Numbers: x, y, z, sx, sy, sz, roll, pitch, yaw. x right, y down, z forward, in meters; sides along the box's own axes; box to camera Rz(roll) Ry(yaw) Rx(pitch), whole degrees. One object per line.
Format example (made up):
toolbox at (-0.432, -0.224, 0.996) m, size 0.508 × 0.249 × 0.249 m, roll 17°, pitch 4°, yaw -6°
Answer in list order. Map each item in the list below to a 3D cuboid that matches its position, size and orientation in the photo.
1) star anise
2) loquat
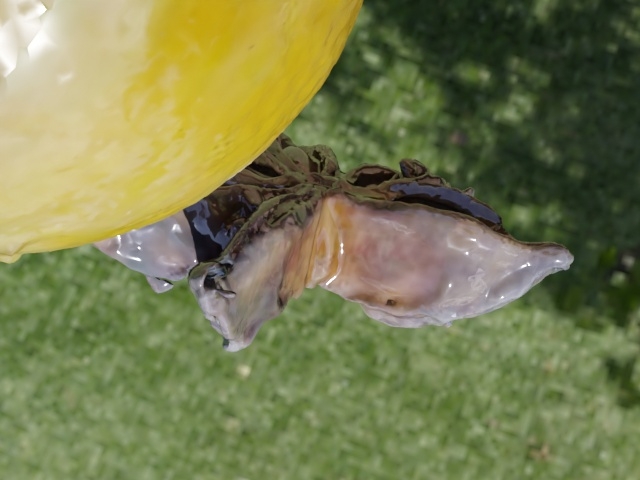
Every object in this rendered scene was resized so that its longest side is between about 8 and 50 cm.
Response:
star anise at (-0.012, -0.006, 0.802) m, size 0.172 × 0.208 × 0.063 m, roll 33°, pitch 119°, yaw 47°
loquat at (-0.068, -0.072, 0.394) m, size 0.149 × 0.204 × 0.172 m, roll 23°, pitch 174°, yaw 28°
